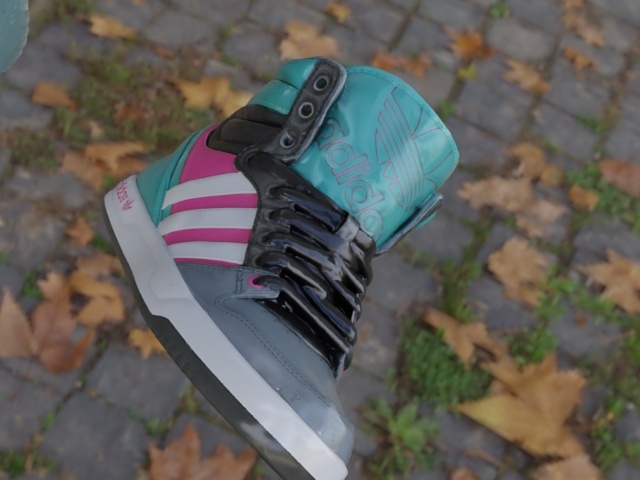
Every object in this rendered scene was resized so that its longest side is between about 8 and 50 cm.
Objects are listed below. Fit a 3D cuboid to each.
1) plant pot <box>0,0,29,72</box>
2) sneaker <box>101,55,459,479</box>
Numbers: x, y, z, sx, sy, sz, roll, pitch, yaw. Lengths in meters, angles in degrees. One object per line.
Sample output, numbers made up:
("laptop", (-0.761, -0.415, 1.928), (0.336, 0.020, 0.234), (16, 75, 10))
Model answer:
("plant pot", (-0.244, -0.068, 0.344), (0.293, 0.293, 0.196), (33, 70, 11))
("sneaker", (0.000, 0.000, 0.797), (0.124, 0.178, 0.295), (51, 2, -33))
